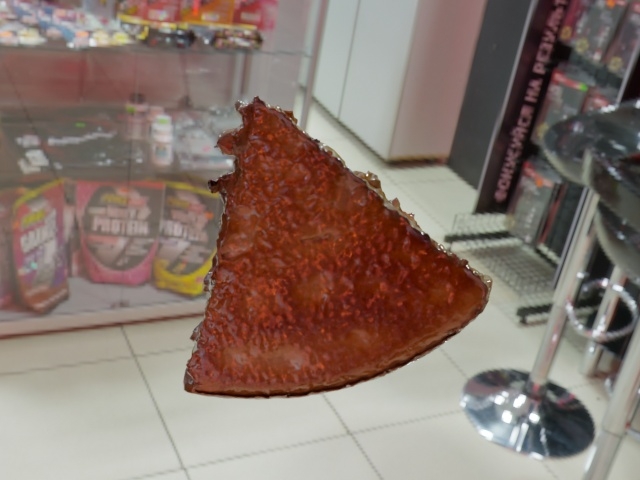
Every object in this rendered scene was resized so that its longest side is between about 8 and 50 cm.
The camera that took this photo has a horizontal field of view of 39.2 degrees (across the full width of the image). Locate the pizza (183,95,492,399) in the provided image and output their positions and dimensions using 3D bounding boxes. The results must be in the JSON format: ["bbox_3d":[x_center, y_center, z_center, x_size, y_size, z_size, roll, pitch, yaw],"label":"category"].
[{"bbox_3d":[0.000,0.000,0.544,0.201,0.193,0.053,-10,19,1],"label":"pizza"}]
